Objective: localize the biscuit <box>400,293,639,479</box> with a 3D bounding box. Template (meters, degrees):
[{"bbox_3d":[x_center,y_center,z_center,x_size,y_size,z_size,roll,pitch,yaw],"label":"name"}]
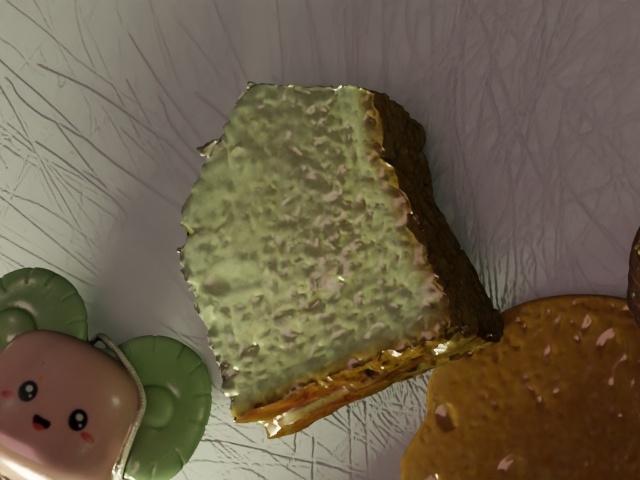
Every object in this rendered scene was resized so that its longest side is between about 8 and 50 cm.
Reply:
[{"bbox_3d":[0.223,0.217,1.706,0.312,0.057,0.351,18,87,35],"label":"biscuit"}]

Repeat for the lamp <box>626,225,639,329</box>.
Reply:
[{"bbox_3d":[0.379,0.010,1.580,0.247,0.247,0.247,0,89,22],"label":"lamp"}]

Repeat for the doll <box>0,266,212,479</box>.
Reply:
[{"bbox_3d":[-0.275,0.187,1.892,0.284,0.216,0.268,30,76,3],"label":"doll"}]

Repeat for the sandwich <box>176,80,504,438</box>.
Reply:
[{"bbox_3d":[0.000,0.000,1.772,0.262,0.131,0.325,-27,73,22],"label":"sandwich"}]
